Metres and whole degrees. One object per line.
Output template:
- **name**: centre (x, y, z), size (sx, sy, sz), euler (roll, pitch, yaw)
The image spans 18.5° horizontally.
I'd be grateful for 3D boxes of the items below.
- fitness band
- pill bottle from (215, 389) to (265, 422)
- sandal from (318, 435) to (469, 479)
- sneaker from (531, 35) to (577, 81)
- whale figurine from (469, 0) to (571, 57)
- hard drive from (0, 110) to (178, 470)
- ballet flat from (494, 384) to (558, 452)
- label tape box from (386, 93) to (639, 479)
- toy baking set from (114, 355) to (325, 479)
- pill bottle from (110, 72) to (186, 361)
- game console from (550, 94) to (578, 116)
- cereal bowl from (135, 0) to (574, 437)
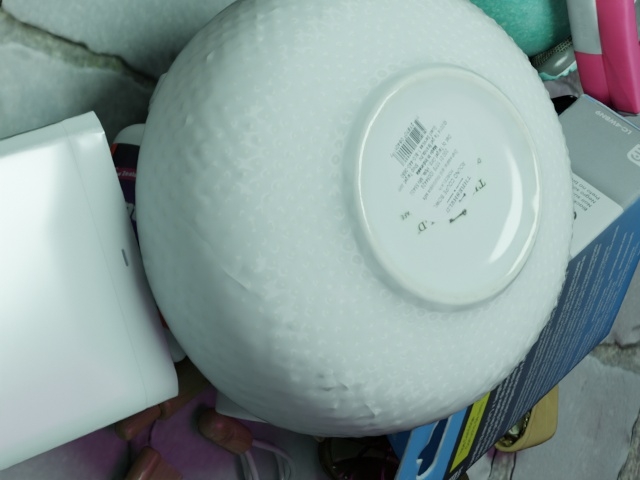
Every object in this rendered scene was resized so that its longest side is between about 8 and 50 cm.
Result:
- **fitness band**: centre (0.276, -0.233, 1.681), size (0.209, 0.054, 0.291), euler (-62, 153, -28)
- **pill bottle**: centre (0.000, 0.000, 1.519), size (0.160, 0.160, 0.283), euler (8, 88, -54)
- **sandal**: centre (0.065, 0.223, 1.791), size (0.219, 0.060, 0.090), euler (33, 68, -37)
- **sneaker**: centre (0.233, -0.230, 1.881), size (0.076, 0.065, 0.166), euler (40, 64, -33)
- **whale figurine**: centre (0.198, -0.277, 1.685), size (0.272, 0.141, 0.216), euler (-47, 119, -9)
- **hard drive**: centre (-0.245, 0.054, 1.245), size (0.307, 0.040, 0.203), euler (-21, 98, -38)
- **ballet flat**: centre (0.195, 0.107, 1.905), size (0.073, 0.080, 0.232), euler (-25, 121, -34)
- **label tape box**: centre (0.138, 0.068, 1.656), size (0.347, 0.115, 0.249), euler (-37, 154, -34)
- **toy baking set**: centre (-0.083, 0.167, 1.598), size (0.256, 0.030, 0.197), euler (-42, 134, -38)
- **pill bottle**: centre (-0.114, -0.019, 1.428), size (0.108, 0.108, 0.194), euler (36, 71, -52)
- **game console**: centre (0.202, -0.066, 1.867), size (0.107, 0.071, 0.122), euler (-50, 135, -32)
- **cereal bowl**: centre (0.050, -0.029, 1.360), size (0.339, 0.141, 0.339), euler (3, 85, -34)
